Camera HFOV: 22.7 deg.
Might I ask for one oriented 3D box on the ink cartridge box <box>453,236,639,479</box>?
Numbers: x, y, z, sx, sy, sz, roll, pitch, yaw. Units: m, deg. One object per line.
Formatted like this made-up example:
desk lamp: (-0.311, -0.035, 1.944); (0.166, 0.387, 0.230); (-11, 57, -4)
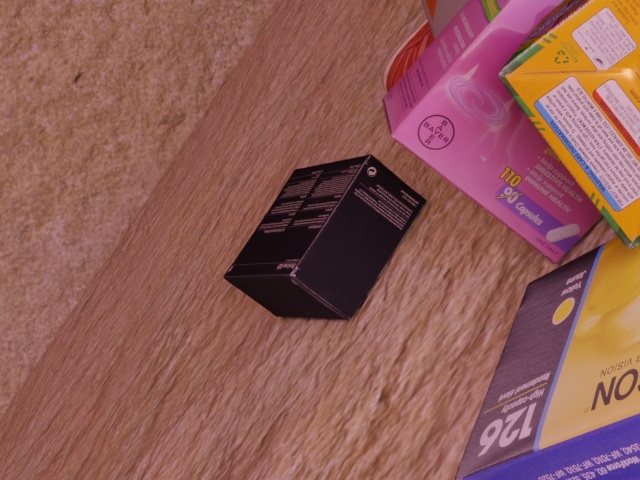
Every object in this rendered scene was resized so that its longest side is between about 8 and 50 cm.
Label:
ink cartridge box: (0.231, 0.113, 1.237); (0.304, 0.072, 0.307); (-32, 24, 49)

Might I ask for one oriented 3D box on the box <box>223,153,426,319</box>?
box: (0.000, 0.000, 2.034); (0.184, 0.103, 0.261); (-54, 16, -14)

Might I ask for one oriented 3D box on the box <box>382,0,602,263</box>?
box: (0.220, -0.142, 1.523); (0.243, 0.213, 0.117); (-48, 17, 16)

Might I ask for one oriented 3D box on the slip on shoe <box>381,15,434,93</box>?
slip on shoe: (0.210, -0.296, 2.068); (0.331, 0.123, 0.101); (-51, 35, 13)

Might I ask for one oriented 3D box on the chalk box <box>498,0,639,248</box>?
chalk box: (0.288, -0.149, 1.317); (0.179, 0.180, 0.289); (-37, 3, 24)

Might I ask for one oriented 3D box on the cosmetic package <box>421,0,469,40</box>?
cosmetic package: (0.228, -0.297, 1.768); (0.453, 0.162, 0.230); (-96, 16, -66)
